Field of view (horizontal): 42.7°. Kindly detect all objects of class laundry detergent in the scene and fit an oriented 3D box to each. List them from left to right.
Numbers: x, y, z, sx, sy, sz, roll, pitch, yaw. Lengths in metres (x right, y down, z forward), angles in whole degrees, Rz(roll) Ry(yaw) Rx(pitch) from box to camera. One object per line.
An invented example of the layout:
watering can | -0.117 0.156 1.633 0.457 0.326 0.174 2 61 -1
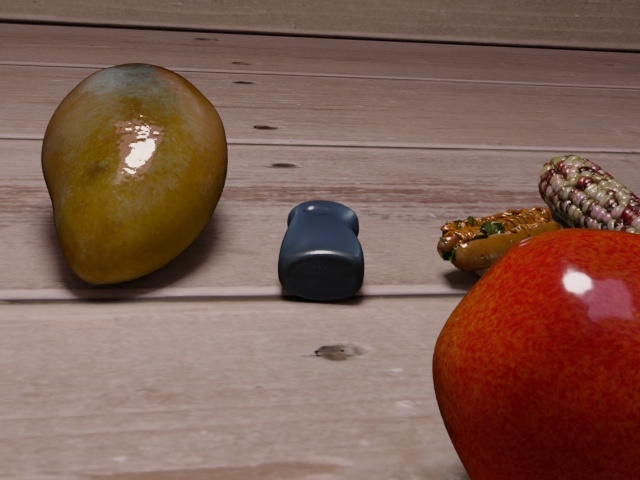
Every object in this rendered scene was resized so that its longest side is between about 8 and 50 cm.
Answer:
laundry detergent | 0.000 0.001 0.963 0.096 0.061 0.206 -4 22 0

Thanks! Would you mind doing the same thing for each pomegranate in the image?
pomegranate | 0.183 0.098 0.583 0.221 0.221 0.256 2 -1 -6

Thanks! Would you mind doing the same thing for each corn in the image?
corn | 0.385 -0.038 1.086 0.092 0.092 0.280 -3 25 -17

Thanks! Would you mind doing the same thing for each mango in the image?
mango | -0.223 -0.092 0.980 0.221 0.199 0.384 9 35 -6

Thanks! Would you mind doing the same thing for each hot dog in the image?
hot dog | 0.216 -0.006 0.972 0.188 0.055 0.072 -13 27 -33

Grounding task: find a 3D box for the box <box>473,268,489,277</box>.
box | 0.238 0.016 1.022 0.149 0.020 0.073 -11 28 -31
